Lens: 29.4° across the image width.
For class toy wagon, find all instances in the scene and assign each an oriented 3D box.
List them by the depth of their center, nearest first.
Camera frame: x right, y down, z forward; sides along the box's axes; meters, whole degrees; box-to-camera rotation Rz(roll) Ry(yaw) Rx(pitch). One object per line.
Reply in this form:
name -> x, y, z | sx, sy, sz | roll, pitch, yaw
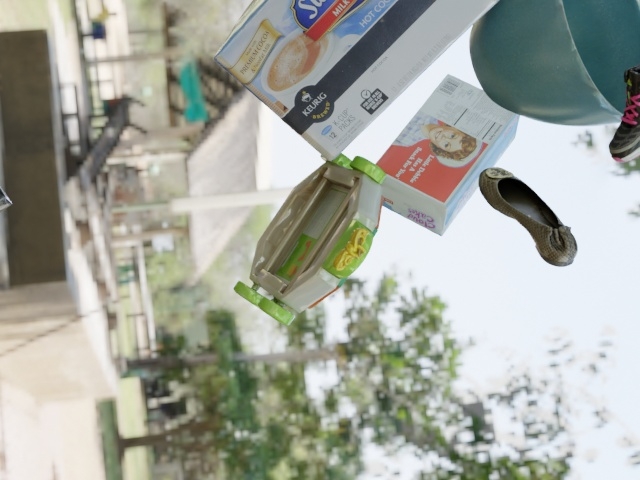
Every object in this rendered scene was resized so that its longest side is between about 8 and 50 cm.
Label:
toy wagon -> 0.000, 0.000, 1.778 | 0.267, 0.068, 0.344 | -57, -157, -3

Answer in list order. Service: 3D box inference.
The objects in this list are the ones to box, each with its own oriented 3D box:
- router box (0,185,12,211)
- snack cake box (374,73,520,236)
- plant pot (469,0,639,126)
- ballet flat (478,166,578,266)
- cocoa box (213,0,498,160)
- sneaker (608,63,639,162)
router box -> -0.540, -0.058, 1.689 | 0.133, 0.179, 0.046 | 54, -6, 9
snack cake box -> 0.215, -0.150, 2.100 | 0.264, 0.152, 0.089 | -51, 160, -29
plant pot -> 0.334, -0.290, 1.784 | 0.195, 0.290, 0.290 | -16, -105, 36
ballet flat -> 0.332, -0.052, 1.939 | 0.250, 0.084, 0.058 | -122, -153, -45
cocoa box -> 0.058, -0.334, 1.716 | 0.347, 0.228, 0.231 | -43, -165, 27
sneaker -> 0.407, -0.182, 1.542 | 0.170, 0.074, 0.063 | -58, -158, 9
